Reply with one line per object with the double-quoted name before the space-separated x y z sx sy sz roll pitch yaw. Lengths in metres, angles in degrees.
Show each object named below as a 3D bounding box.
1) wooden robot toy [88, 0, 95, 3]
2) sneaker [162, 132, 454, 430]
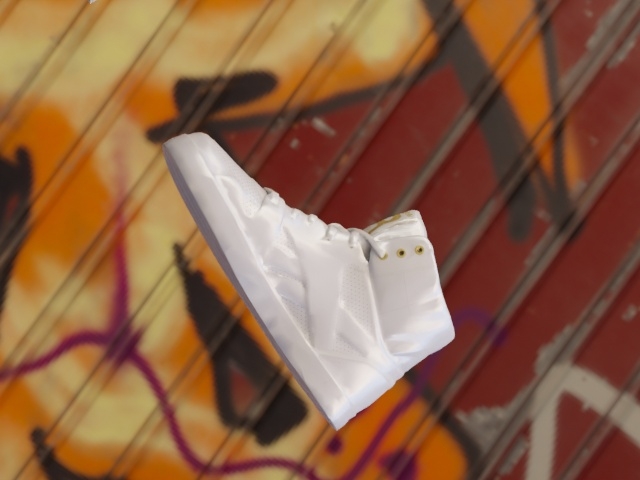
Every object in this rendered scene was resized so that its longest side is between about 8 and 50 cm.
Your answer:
"wooden robot toy" -0.072 -0.183 0.628 0.076 0.079 0.173 127 -36 -60
"sneaker" 0.000 0.000 1.170 0.169 0.292 0.108 -34 -165 -6
